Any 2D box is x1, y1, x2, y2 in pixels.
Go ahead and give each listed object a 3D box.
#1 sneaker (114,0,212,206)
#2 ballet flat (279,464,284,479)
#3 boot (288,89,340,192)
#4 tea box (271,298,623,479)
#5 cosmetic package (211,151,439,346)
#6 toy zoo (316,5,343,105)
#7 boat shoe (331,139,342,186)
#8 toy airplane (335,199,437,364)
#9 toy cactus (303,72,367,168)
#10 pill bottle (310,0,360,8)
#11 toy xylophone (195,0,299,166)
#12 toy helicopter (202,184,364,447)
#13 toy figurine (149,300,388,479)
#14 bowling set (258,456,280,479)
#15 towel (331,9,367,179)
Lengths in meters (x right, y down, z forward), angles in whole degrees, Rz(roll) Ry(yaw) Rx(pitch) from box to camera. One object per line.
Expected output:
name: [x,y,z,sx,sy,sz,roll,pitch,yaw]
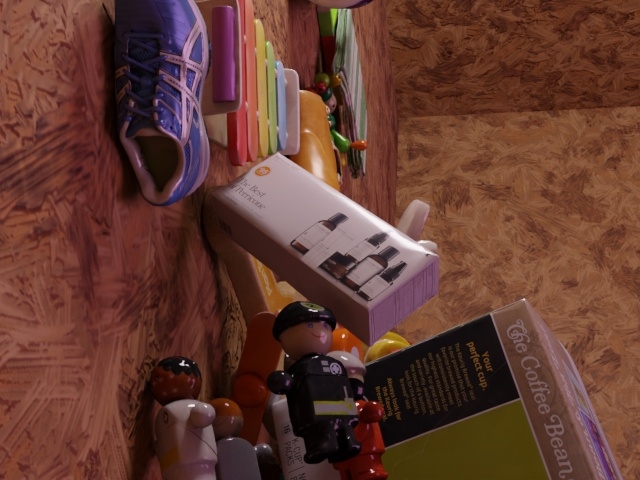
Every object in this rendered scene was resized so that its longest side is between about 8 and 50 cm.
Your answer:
sneaker: [-0.135,-0.128,0.706,0.081,0.080,0.211,-77,162,-65]
ballet flat: [-0.053,0.413,1.153,0.086,0.086,0.248,-55,144,-74]
boot: [-0.026,-0.135,1.323,0.295,0.104,0.211,-33,116,-84]
tea box: [0.157,0.294,0.890,0.220,0.324,0.328,40,30,-51]
cosmetic package: [0.000,0.000,0.846,0.099,0.239,0.060,-34,140,-28]
toy zoo: [0.035,-0.441,1.865,0.192,0.030,0.293,-80,165,-46]
boat shoe: [0.011,-0.119,1.528,0.059,0.063,0.170,49,-21,40]
toy airplane: [0.052,0.166,1.285,0.273,0.384,0.386,23,45,-31]
toy cactus: [0.017,-0.246,1.585,0.180,0.112,0.219,-95,167,-46]
pill bottle: [0.046,-0.518,1.542,0.301,0.169,0.169,-60,147,-71]
toy xylophone: [-0.094,-0.203,0.949,0.323,0.081,0.236,-32,119,-79]
toy helicopter: [-0.074,0.102,1.007,0.235,0.140,0.355,-61,138,-54]
toy figurine: [-0.050,0.170,0.796,0.213,0.210,0.148,57,16,-60]
bowling set: [-0.035,0.357,0.998,0.287,0.154,0.199,62,29,-70]
towel: [0.068,-0.329,1.854,0.324,0.038,0.247,75,16,-48]
